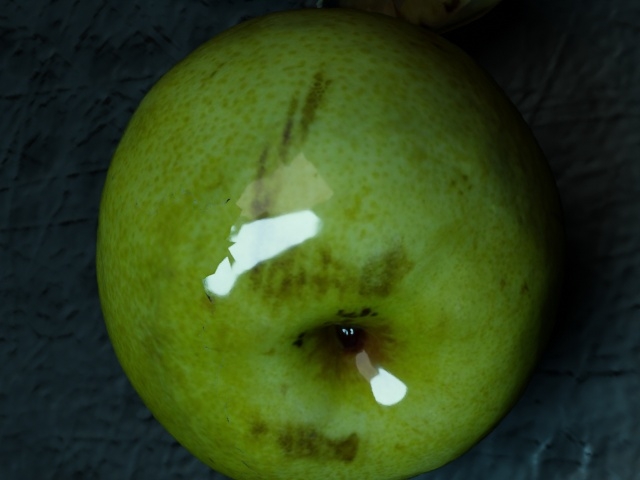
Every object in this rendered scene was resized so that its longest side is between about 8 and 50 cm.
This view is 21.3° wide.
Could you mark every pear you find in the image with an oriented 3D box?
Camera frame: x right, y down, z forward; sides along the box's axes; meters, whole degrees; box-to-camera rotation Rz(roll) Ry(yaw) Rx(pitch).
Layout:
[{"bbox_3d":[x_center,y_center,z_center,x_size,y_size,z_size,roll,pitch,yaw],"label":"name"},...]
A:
[{"bbox_3d":[0.000,0.000,0.732,0.209,0.209,0.209,-7,72,22],"label":"pear"}]

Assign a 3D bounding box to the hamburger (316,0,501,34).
[{"bbox_3d":[0.069,-0.222,0.798,0.156,0.144,0.283,9,83,19],"label":"hamburger"}]
